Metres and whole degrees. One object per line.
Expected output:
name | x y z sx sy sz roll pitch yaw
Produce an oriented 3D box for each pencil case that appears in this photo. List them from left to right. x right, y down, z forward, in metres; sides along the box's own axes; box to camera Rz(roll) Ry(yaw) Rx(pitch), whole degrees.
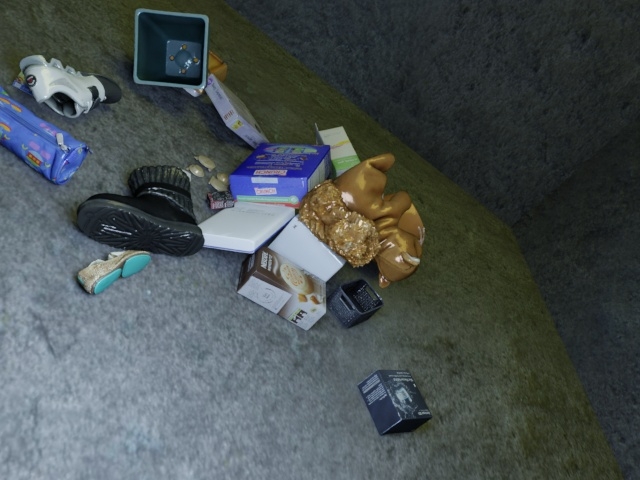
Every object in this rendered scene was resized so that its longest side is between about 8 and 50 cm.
pencil case | -0.717 -0.266 1.352 0.306 0.133 0.119 37 57 -10

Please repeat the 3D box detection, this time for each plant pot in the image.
plant pot | -0.520 -0.674 2.032 0.247 0.248 0.252 4 10 -4
plant pot | 0.267 -0.057 2.158 0.291 0.203 0.291 62 -2 4

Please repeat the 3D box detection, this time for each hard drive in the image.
hard drive | -0.229 -0.047 1.668 0.210 0.040 0.319 8 22 16

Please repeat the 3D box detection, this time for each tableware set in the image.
tableware set | -0.367 -0.223 1.883 0.168 0.020 0.141 40 25 -4

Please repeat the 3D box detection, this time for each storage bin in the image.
storage bin | 0.113 0.205 1.846 0.122 0.084 0.180 52 29 17

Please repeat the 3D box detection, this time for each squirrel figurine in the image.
squirrel figurine | 0.136 -0.026 1.718 0.397 0.281 0.370 -21 78 -46

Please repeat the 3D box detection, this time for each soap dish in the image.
soap dish | -0.516 -0.718 2.286 0.229 0.118 0.291 39 26 -9

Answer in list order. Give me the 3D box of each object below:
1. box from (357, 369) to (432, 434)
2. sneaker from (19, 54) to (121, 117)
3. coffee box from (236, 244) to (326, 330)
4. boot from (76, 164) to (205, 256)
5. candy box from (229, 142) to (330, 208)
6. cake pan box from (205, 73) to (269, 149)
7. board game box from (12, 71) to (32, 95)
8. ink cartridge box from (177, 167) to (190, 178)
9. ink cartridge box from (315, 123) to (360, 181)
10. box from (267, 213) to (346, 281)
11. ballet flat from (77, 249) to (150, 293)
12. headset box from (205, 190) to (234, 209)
box | 0.214 0.461 1.604 0.156 0.093 0.158 14 40 -44
sneaker | -0.704 -0.413 1.617 0.330 0.122 0.146 -5 76 -65
coffee box | -0.108 0.135 1.628 0.246 0.098 0.141 32 29 -22
boot | -0.470 -0.104 1.447 0.348 0.131 0.260 21 38 -48
candy box | -0.128 -0.228 1.918 0.268 0.122 0.317 5 29 15
cake pan box | -0.335 -0.504 2.202 0.267 0.070 0.246 58 9 25
board game box | -0.816 -0.444 1.593 0.090 0.020 0.090 28 30 -29
ink cartridge box | -0.430 -0.185 1.731 0.048 0.028 0.083 28 31 -28
ink cartridge box | 0.076 -0.351 2.444 0.119 0.207 0.353 -13 49 -8
box | 0.000 0.000 1.894 0.215 0.168 0.345 45 26 1
ballet flat | -0.475 0.057 1.285 0.067 0.073 0.206 31 22 9
headset box | -0.317 -0.127 1.754 0.083 0.032 0.062 -8 34 -21
